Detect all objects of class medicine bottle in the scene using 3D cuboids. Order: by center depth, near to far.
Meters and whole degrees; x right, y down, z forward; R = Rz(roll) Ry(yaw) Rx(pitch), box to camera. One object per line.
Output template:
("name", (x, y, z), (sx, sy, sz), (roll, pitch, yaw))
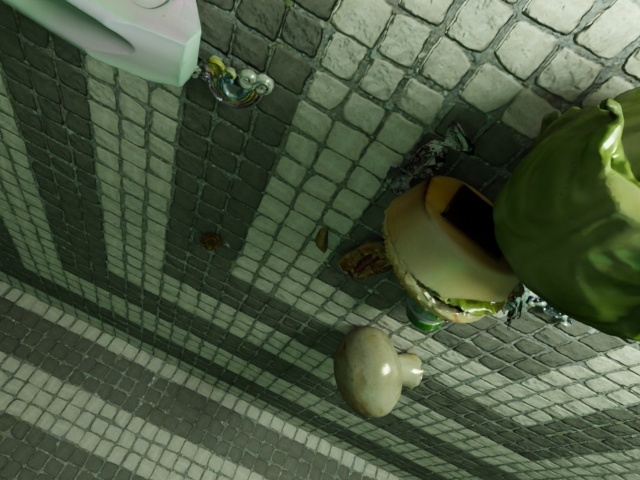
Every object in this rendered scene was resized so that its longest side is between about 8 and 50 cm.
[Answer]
("medicine bottle", (0.294, 0.120, 1.099), (0.133, 0.134, 0.274), (18, 144, 9))

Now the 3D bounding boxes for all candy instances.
("candy", (0.213, -0.154, 0.881), (0.093, 0.051, 0.226), (24, 147, -17))

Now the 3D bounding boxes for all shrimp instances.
("shrimp", (0.462, 0.138, 1.056), (0.079, 0.090, 0.233), (-7, 123, 7))

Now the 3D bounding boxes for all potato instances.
("potato", (0.000, 0.001, 1.200), (0.036, 0.037, 0.093), (20, 144, 14))

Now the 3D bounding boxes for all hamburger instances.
("hamburger", (0.254, 0.015, 0.861), (0.301, 0.302, 0.170), (30, 131, -8))

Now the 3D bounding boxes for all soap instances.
("soap", (-0.358, -0.416, 0.741), (0.346, 0.208, 0.115), (32, 143, -9))

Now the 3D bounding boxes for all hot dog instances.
("hot dog", (0.126, 0.056, 1.182), (0.108, 0.059, 0.191), (41, 143, -14))
("hot dog", (-0.355, 0.005, 1.407), (0.083, 0.035, 0.058), (-18, 123, 43))

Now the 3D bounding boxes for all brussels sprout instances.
("brussels sprout", (0.483, -0.020, 0.658), (0.425, 0.343, 0.361), (26, 161, 6))

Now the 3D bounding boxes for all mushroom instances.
("mushroom", (0.195, 0.428, 1.476), (0.289, 0.298, 0.298), (-6, 150, -21))

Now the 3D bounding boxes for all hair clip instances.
("hair clip", (-0.184, -0.325, 0.900), (0.172, 0.049, 0.116), (23, 158, -12))

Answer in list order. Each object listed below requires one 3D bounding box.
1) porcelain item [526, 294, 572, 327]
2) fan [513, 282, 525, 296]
("porcelain item", (0.585, 0.165, 1.083), (0.136, 0.021, 0.075), (30, 139, -8))
("fan", (0.381, 0.084, 1.059), (0.153, 0.008, 0.226), (58, 156, 4))
